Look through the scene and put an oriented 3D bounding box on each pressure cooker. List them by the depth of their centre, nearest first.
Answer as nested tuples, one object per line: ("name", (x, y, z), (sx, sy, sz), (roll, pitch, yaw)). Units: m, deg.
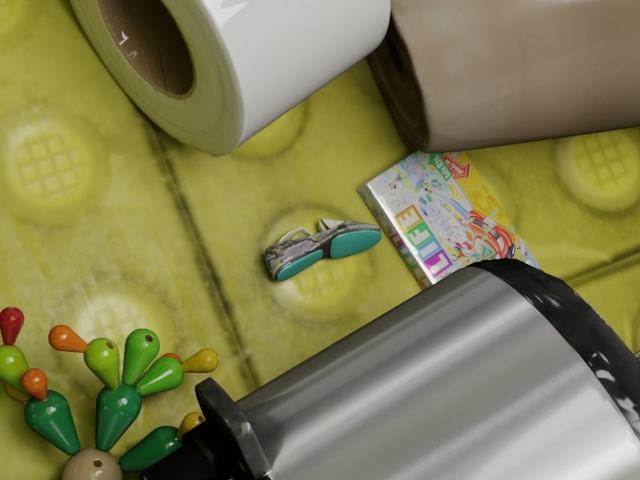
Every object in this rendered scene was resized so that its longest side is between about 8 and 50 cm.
("pressure cooker", (0.064, 0.260, 1.470), (0.420, 0.375, 0.370), (-29, 74, -12))

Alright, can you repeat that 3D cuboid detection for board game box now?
("board game box", (0.118, -0.010, 1.752), (0.103, 0.026, 0.154), (-34, 90, -24))

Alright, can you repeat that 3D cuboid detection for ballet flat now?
("ballet flat", (0.000, 0.000, 1.702), (0.114, 0.041, 0.041), (-21, 85, -25))

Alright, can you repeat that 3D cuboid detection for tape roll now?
("tape roll", (-0.084, -0.217, 1.610), (0.169, 0.246, 0.246), (-36, 91, -25))

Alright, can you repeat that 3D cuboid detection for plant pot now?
("plant pot", (0.185, -0.216, 1.702), (0.280, 0.323, 0.323), (-21, 85, -7))

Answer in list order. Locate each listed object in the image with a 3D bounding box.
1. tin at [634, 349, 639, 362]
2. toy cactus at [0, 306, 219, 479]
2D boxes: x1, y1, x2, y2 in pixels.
("tin", (0.267, 0.142, 1.727), (0.190, 0.106, 0.040), (-35, 90, -25))
("toy cactus", (-0.180, 0.155, 1.576), (0.219, 0.112, 0.180), (19, 90, -18))
